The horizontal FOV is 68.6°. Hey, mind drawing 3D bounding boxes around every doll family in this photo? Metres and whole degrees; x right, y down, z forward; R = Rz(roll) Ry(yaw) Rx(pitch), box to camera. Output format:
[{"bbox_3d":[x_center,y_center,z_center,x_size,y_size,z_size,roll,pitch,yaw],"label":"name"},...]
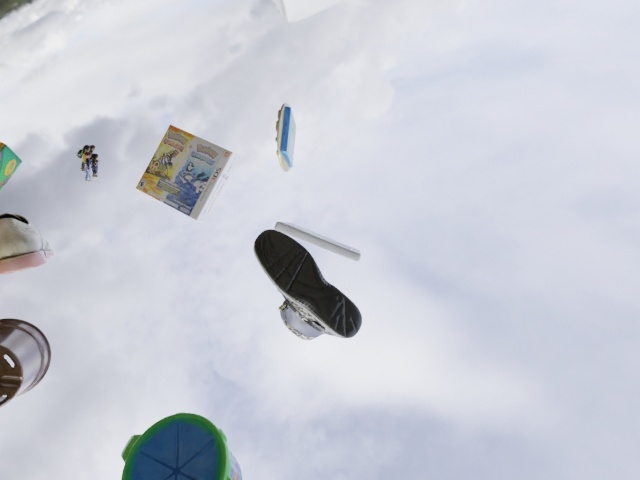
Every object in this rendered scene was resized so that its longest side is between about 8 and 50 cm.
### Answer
[{"bbox_3d":[-0.884,-0.307,1.793,0.076,0.111,0.193,-4,-146,-41],"label":"doll family"}]

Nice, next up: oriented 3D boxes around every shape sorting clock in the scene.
[{"bbox_3d":[-0.107,-0.312,1.429,0.040,0.206,0.206,4,-133,5],"label":"shape sorting clock"}]

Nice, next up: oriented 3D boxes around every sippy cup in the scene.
[{"bbox_3d":[-0.285,0.536,1.054,0.240,0.224,0.305,-31,-126,-11],"label":"sippy cup"}]

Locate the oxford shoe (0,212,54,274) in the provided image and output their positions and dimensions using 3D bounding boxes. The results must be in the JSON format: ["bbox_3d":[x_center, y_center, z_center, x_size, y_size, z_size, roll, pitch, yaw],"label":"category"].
[{"bbox_3d":[-0.811,-0.006,1.266,0.140,0.147,0.397,-18,-168,-33],"label":"oxford shoe"}]

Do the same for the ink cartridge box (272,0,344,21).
[{"bbox_3d":[-0.041,-0.394,0.424,0.121,0.289,0.211,-23,-119,-3],"label":"ink cartridge box"}]

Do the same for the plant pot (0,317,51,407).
[{"bbox_3d":[-0.619,0.242,0.893,0.167,0.167,0.165,-45,-165,-17],"label":"plant pot"}]

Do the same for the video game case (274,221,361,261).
[{"bbox_3d":[0.000,0.000,1.111,0.201,0.183,0.023,21,-87,3],"label":"video game case"}]

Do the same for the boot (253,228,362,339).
[{"bbox_3d":[-0.051,0.096,0.856,0.085,0.236,0.178,-48,-173,-28],"label":"boot"}]

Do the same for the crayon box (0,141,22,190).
[{"bbox_3d":[-0.901,-0.187,1.129,0.278,0.081,0.165,18,-114,7],"label":"crayon box"}]

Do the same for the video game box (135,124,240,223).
[{"bbox_3d":[-0.328,-0.165,1.156,0.205,0.048,0.187,25,-96,19],"label":"video game box"}]
